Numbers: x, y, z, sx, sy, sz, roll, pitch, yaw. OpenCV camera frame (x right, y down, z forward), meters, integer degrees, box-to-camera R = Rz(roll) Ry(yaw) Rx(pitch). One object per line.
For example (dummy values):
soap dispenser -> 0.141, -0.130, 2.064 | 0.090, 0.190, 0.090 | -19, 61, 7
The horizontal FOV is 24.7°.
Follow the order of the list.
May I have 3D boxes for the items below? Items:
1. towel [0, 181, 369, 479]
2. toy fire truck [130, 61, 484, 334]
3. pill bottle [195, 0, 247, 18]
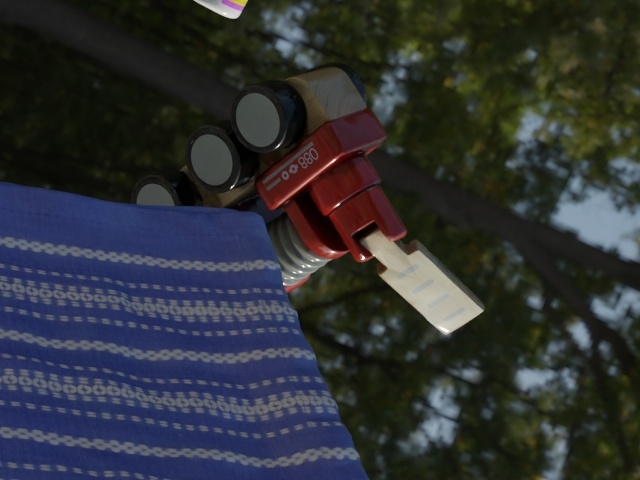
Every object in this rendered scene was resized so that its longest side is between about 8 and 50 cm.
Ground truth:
towel -> -0.093, 0.068, 0.620 | 0.040, 0.243, 0.336 | -67, -152, 26
toy fire truck -> 0.000, 0.000, 1.232 | 0.217, 0.246, 0.158 | -37, 172, 37
pill bottle -> -0.055, -0.191, 0.961 | 0.083, 0.043, 0.043 | -61, -160, 12
